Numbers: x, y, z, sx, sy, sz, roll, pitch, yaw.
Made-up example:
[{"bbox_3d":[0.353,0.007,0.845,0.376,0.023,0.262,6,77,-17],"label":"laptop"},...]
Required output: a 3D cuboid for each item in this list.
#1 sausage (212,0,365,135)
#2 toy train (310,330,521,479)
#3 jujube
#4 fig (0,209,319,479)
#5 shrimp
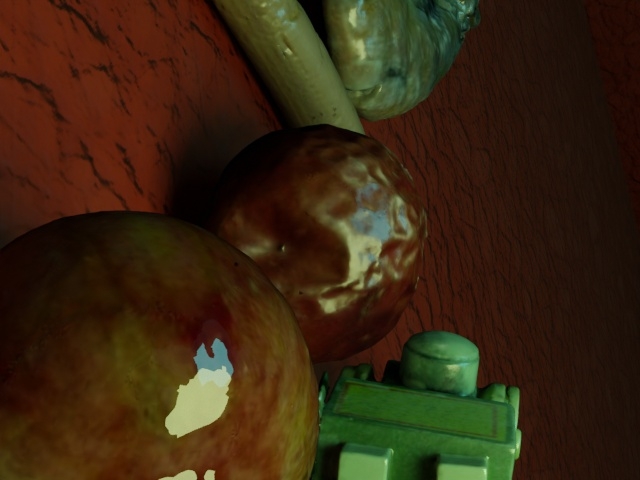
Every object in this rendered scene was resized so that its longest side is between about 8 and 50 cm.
[{"bbox_3d":[-0.033,-0.154,0.826,0.301,0.066,0.066,57,33,-43],"label":"sausage"},{"bbox_3d":[0.063,0.205,0.730,0.188,0.159,0.271,-50,147,-74],"label":"toy train"},{"bbox_3d":[0.000,0.000,0.740,0.236,0.168,0.168,-30,109,-78],"label":"jujube"},{"bbox_3d":[-0.102,0.074,0.462,0.205,0.205,0.205,-10,90,-66],"label":"fig"},{"bbox_3d":[0.084,-0.250,1.042,0.446,0.110,0.221,-40,125,-65],"label":"shrimp"}]
